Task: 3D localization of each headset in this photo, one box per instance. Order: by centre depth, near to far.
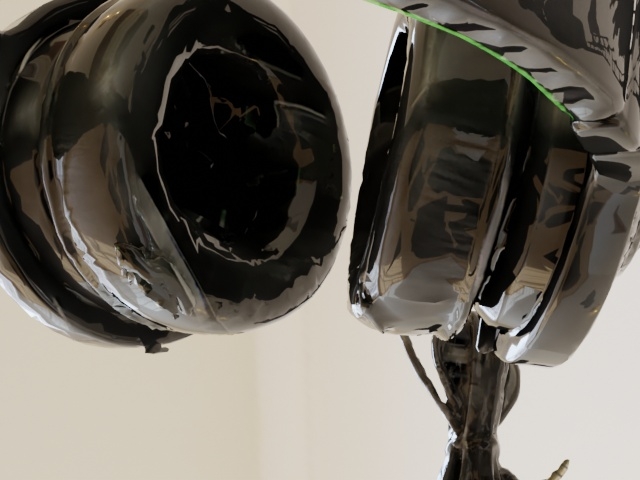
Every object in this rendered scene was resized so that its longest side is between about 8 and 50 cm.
[{"bbox_3d":[0.000,0.000,0.616,0.243,0.394,0.185,1,-110,22],"label":"headset"}]
